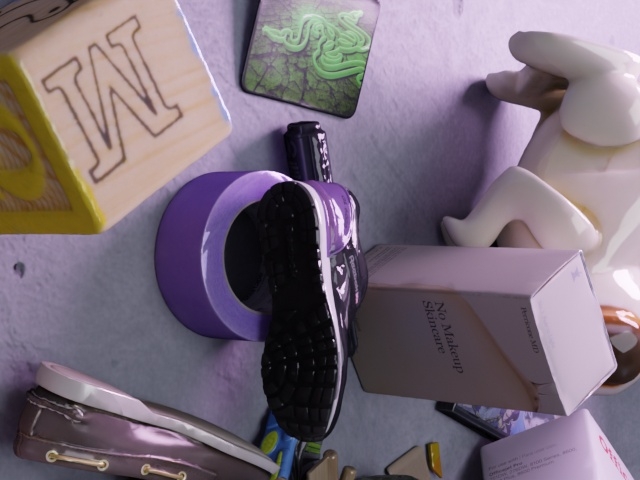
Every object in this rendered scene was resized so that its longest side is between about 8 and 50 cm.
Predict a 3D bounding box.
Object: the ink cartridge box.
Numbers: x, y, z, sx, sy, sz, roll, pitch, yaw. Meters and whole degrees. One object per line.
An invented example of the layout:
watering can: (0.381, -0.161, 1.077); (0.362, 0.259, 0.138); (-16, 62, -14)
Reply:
ink cartridge box: (0.342, 0.455, 1.985); (0.285, 0.166, 0.395); (54, 21, -33)

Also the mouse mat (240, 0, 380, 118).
mouse mat: (-0.009, -0.231, 1.850); (0.190, 0.007, 0.152); (10, 95, -45)

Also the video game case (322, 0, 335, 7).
video game case: (0.033, -0.436, 1.895); (0.274, 0.026, 0.196); (-51, 124, -32)

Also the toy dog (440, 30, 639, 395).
toy dog: (0.336, -0.008, 1.977); (0.395, 0.284, 0.407); (13, 83, -9)

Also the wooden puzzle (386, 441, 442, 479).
wooden puzzle: (0.115, 0.305, 1.997); (0.116, 0.014, 0.078); (-21, 101, -43)

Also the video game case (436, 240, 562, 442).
video game case: (0.278, 0.144, 2.140); (0.248, 0.035, 0.274); (33, 68, -40)

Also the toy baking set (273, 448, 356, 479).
toy baking set: (-0.048, 0.353, 1.794); (0.197, 0.030, 0.256); (-3, 115, -49)

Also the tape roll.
tape roll: (-0.085, 0.017, 1.747); (0.189, 0.080, 0.189); (-1, 91, -44)

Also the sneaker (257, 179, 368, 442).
sneaker: (0.012, 0.075, 1.720); (0.124, 0.107, 0.283); (-3, 93, -51)

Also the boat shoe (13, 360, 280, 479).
boat shoe: (-0.176, 0.218, 1.641); (0.324, 0.117, 0.096); (28, 84, -43)

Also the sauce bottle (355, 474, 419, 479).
sauce bottle: (0.086, 0.460, 1.901); (0.111, 0.111, 0.344); (-10, 96, -44)

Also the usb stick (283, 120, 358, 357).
usb stick: (0.000, 0.000, 1.836); (0.045, 0.077, 0.278); (-11, 99, -14)

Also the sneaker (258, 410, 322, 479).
sneaker: (-0.029, 0.237, 1.828); (0.188, 0.067, 0.078); (-62, 149, -26)

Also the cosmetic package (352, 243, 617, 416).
cosmetic package: (0.171, 0.098, 1.840); (0.113, 0.309, 0.160); (-36, 115, -37)

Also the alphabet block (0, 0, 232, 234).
alphabet block: (-0.237, -0.134, 1.519); (0.197, 0.192, 0.193); (-42, 117, -37)
